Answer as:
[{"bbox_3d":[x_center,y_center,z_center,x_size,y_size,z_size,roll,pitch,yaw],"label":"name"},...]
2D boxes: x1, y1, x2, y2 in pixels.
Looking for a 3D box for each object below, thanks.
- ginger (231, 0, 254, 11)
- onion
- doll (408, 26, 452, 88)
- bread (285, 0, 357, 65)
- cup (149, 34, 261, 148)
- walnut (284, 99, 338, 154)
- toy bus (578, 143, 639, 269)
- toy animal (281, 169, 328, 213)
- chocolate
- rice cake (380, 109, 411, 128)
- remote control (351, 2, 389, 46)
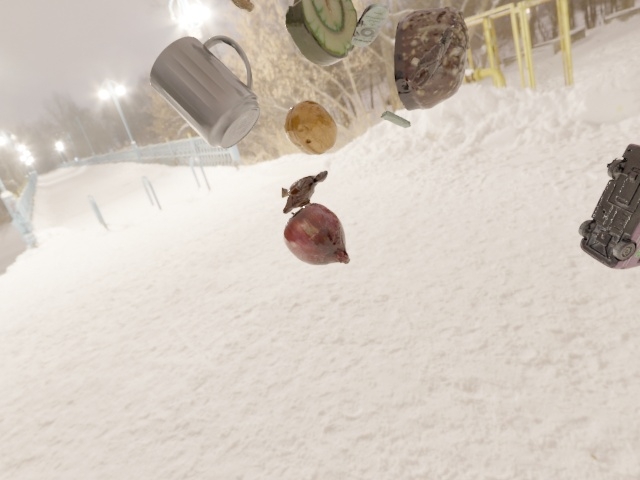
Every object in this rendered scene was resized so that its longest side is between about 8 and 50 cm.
[{"bbox_3d":[-0.297,-0.861,1.509,0.069,0.173,0.051,-13,49,29],"label":"ginger"},{"bbox_3d":[0.000,0.000,1.107,0.195,0.160,0.159,43,51,20],"label":"onion"},{"bbox_3d":[0.329,-0.533,1.277,0.057,0.165,0.139,34,36,8],"label":"doll"},{"bbox_3d":[0.003,-0.955,1.905,0.129,0.367,0.381,-5,6,45],"label":"bread"},{"bbox_3d":[-0.359,-0.529,1.530,0.323,0.327,0.237,-46,-3,-3],"label":"cup"},{"bbox_3d":[-0.038,-0.434,1.723,0.193,0.226,0.193,-22,41,20],"label":"walnut"},{"bbox_3d":[0.530,-0.053,0.737,0.107,0.199,0.096,2,27,-18],"label":"toy bus"},{"bbox_3d":[-0.056,-0.158,1.453,0.179,0.089,0.188,-24,26,39],"label":"toy animal"},{"bbox_3d":[0.384,-0.614,1.464,0.209,0.341,0.225,1,-6,33],"label":"chocolate"},{"bbox_3d":[0.289,-0.462,1.688,0.033,0.029,0.170,-6,-7,44],"label":"rice cake"},{"bbox_3d":[0.177,-0.787,1.612,0.097,0.045,0.256,4,-9,-15],"label":"remote control"}]
